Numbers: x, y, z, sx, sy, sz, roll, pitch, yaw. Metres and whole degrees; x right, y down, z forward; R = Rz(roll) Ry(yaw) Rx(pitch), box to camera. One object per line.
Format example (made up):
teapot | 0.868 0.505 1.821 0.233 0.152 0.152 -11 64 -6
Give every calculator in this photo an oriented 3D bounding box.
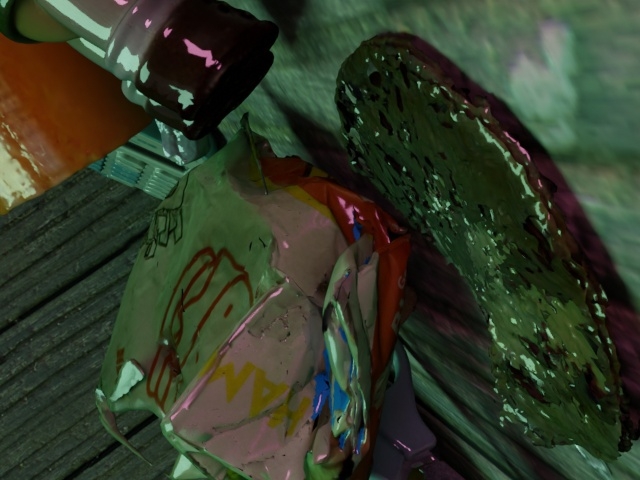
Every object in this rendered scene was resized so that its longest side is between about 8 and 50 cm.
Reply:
calculator | -0.254 -0.122 1.113 0.256 0.055 0.386 24 166 -13

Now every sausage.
sausage | -0.256 -0.197 0.721 0.287 0.233 0.233 61 170 -23

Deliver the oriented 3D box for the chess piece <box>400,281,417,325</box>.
chess piece | 0.001 0.000 0.653 0.172 0.060 0.060 51 171 38

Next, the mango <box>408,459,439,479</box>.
mango | 0.030 0.299 1.013 0.445 0.220 0.302 -85 -8 -81

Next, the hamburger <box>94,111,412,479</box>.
hamburger | -0.065 0.067 0.579 0.261 0.150 0.276 58 139 38

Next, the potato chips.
potato chips | 0.071 0.011 0.402 0.220 0.029 0.202 57 168 -2

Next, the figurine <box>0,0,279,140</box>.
figurine | -0.172 -0.208 0.454 0.370 0.167 0.281 46 175 -2

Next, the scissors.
scissors | 0.088 0.192 0.701 0.360 0.191 0.029 36 143 18

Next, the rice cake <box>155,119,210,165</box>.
rice cake | -0.112 -0.140 0.604 0.042 0.030 0.180 -55 -48 -73
